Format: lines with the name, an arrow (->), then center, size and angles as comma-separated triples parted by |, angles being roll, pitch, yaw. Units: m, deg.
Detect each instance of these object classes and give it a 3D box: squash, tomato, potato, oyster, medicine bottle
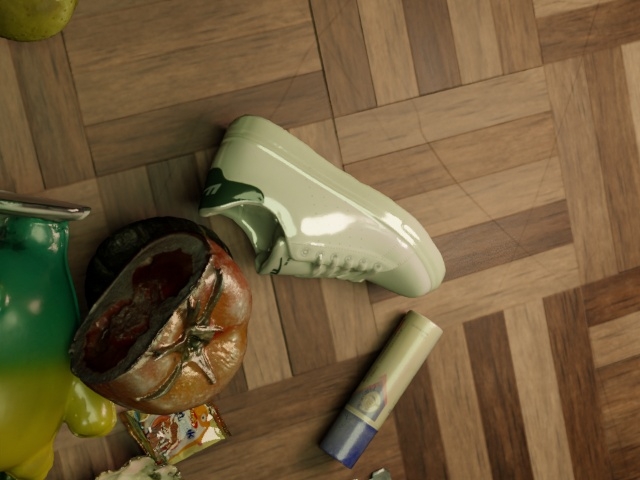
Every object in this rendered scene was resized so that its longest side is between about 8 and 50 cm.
squash -> -0.198, 0.059, 1.709 | 0.193, 0.156, 0.193 | -2, 100, -12
tomato -> -0.163, 0.110, 1.555 | 0.214, 0.181, 0.155 | -52, 128, -12
potato -> -0.386, -0.341, 1.587 | 0.248, 0.169, 0.143 | 48, 41, -17
oyster -> -0.276, 0.353, 1.761 | 0.209, 0.072, 0.133 | -45, 122, -14
medicine bottle -> 0.084, 0.206, 1.888 | 0.059, 0.059, 0.231 | 37, 82, -21

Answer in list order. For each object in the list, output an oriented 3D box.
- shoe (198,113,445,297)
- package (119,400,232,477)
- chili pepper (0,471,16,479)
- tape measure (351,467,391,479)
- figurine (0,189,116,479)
shoe -> 0.000, 0.000, 1.777 | 0.363, 0.132, 0.160 | 36, 66, -18
package -> -0.190, 0.244, 1.800 | 0.121, 0.031, 0.108 | -30, 108, -16
chili pepper -> -0.387, 0.290, 1.712 | 0.072, 0.073, 0.204 | 21, 88, -9
tape measure -> 0.145, 0.462, 1.839 | 0.147, 0.256, 0.275 | -13, 96, -23
figurine -> -0.392, 0.112, 1.600 | 0.324, 0.231, 0.340 | 7, 94, -7
